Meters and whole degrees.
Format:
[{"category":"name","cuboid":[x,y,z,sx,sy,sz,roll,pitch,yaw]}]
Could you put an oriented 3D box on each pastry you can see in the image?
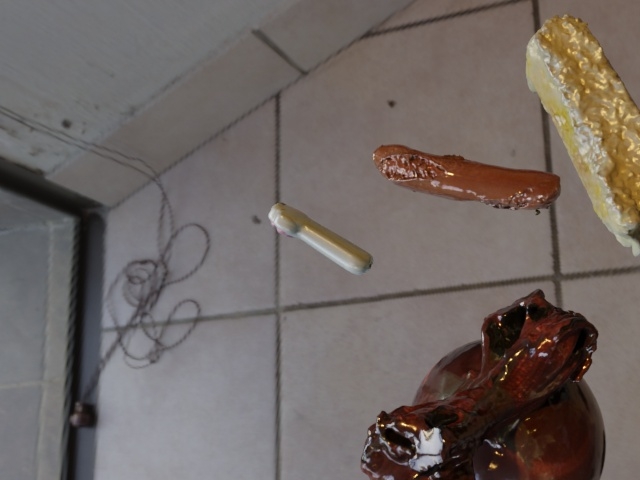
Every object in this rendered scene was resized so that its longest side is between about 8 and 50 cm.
[{"category":"pastry","cuboid":[0.284,-0.111,0.943,0.089,0.121,0.258,-31,63,15]}]

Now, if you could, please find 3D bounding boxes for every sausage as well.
[{"category":"sausage","cuboid":[0.232,-0.103,1.541,0.326,0.087,0.079,13,120,22]}]

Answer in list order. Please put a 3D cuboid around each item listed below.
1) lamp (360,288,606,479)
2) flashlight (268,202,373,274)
[{"category":"lamp","cuboid":[0.122,0.143,0.697,0.215,0.223,0.151,-44,37,-24]},{"category":"flashlight","cuboid":[0.000,0.000,1.600,0.200,0.093,0.048,31,102,12]}]
